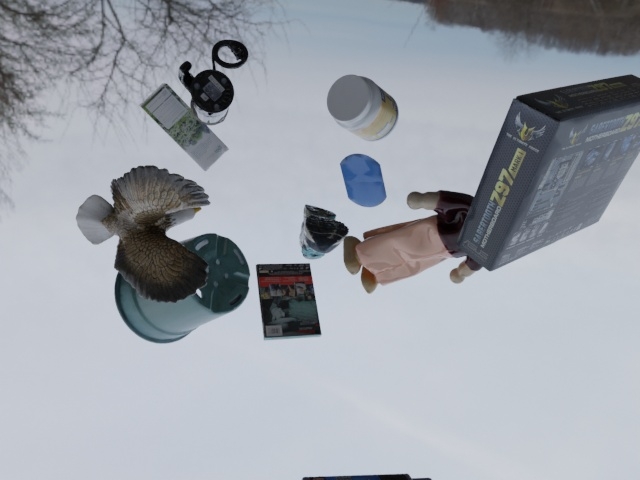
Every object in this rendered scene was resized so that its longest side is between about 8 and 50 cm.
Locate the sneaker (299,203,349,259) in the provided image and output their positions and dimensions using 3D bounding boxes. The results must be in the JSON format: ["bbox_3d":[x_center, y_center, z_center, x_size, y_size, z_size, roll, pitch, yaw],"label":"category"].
[{"bbox_3d":[0.000,0.000,1.289,0.109,0.122,0.283,13,-166,-6],"label":"sneaker"}]

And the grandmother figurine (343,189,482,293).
[{"bbox_3d":[0.205,-0.012,0.831,0.342,0.208,0.104,-19,-130,28],"label":"grandmother figurine"}]

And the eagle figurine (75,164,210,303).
[{"bbox_3d":[-0.333,-0.030,1.019,0.226,0.225,0.298,46,170,-26],"label":"eagle figurine"}]

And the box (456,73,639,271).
[{"bbox_3d":[0.273,-0.080,0.578,0.232,0.184,0.059,-19,-133,-32],"label":"box"}]

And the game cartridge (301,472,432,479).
[{"bbox_3d":[0.104,0.522,0.931,0.354,0.068,0.230,9,-162,-23],"label":"game cartridge"}]

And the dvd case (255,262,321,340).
[{"bbox_3d":[-0.049,0.089,0.769,0.087,0.013,0.120,-1,-122,-18],"label":"dvd case"}]

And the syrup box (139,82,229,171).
[{"bbox_3d":[-0.368,-0.305,1.398,0.237,0.093,0.096,47,175,-27],"label":"syrup box"}]

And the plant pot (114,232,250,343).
[{"bbox_3d":[-0.426,0.139,1.658,0.334,0.342,0.341,-20,-175,40],"label":"plant pot"}]

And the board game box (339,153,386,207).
[{"bbox_3d":[0.131,-0.178,1.488,0.133,0.169,0.033,4,-147,36],"label":"board game box"}]

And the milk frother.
[{"bbox_3d":[-0.208,-0.323,1.056,0.143,0.129,0.134,-28,-171,-12],"label":"milk frother"}]

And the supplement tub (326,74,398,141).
[{"bbox_3d":[0.116,-0.359,1.399,0.144,0.145,0.199,26,-170,27],"label":"supplement tub"}]
